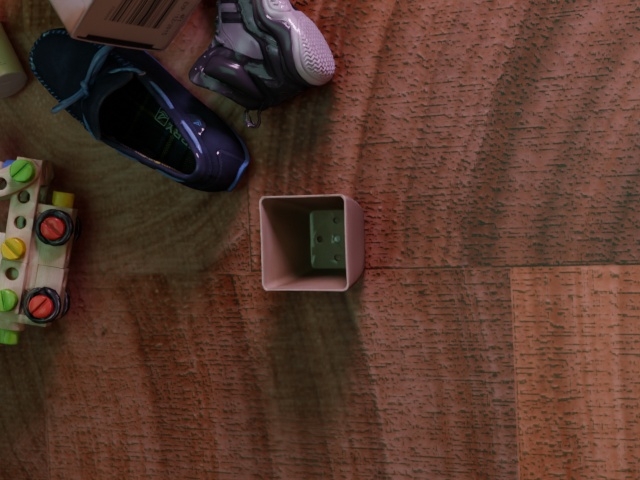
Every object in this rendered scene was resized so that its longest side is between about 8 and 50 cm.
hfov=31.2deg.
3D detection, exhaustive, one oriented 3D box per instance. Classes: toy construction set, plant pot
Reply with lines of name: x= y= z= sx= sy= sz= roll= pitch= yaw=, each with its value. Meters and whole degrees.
toy construction set: x=-0.430 y=0.011 z=1.512 sx=0.215 sy=0.151 sz=0.327 roll=9 pitch=106 yaw=0
plant pot: x=0.000 y=0.000 z=1.340 sx=0.109 sy=0.096 sz=0.109 roll=-1 pitch=94 yaw=25

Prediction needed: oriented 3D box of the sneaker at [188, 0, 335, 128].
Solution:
sneaker: x=-0.109 y=-0.265 z=1.371 sx=0.153 sy=0.101 sz=0.268 roll=-36 pitch=80 yaw=20

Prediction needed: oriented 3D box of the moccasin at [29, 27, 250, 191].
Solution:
moccasin: x=-0.239 y=-0.178 z=1.429 sx=0.342 sy=0.117 sz=0.138 roll=29 pitch=104 yaw=21

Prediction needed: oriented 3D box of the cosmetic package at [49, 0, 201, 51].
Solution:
cosmetic package: x=-0.270 y=-0.375 z=1.349 sx=0.129 sy=0.153 sz=0.296 roll=-47 pitch=62 yaw=31

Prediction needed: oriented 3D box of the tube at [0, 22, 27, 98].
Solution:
tube: x=-0.476 y=-0.306 z=1.571 sx=0.070 sy=0.062 sz=0.240 roll=-25 pitch=73 yaw=-20
